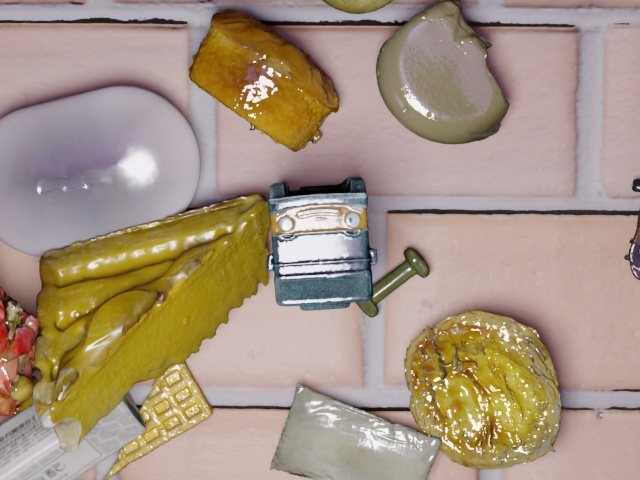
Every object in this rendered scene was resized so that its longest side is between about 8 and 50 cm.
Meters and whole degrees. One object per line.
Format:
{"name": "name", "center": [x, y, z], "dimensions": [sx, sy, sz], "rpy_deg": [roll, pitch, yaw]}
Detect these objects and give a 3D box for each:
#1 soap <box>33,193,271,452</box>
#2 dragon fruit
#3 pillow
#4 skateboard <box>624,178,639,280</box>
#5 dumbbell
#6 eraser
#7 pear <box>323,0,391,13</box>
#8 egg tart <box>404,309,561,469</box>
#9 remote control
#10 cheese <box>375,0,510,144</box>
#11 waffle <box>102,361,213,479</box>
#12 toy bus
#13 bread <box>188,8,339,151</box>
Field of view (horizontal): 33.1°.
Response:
{"name": "soap", "center": [-0.202, 0.108, 1.444], "dimensions": [0.339, 0.304, 0.169], "rpy_deg": [-16, 135, 1]}
{"name": "dragon fruit", "center": [-0.514, 0.170, 1.463], "dimensions": [0.291, 0.250, 0.269], "rpy_deg": [2, 90, 15]}
{"name": "pillow", "center": [0.049, 0.312, 1.570], "dimensions": [0.230, 0.050, 0.148], "rpy_deg": [20, 104, 1]}
{"name": "skateboard", "center": [0.484, -0.014, 1.553], "dimensions": [0.067, 0.080, 0.151], "rpy_deg": [7, 94, -6]}
{"name": "dumbbell", "center": [0.103, 0.062, 1.572], "dimensions": [0.118, 0.046, 0.052], "rpy_deg": [-38, 97, 1]}
{"name": "eraser", "center": [-0.443, 0.331, 1.524], "dimensions": [0.404, 0.098, 0.096], "rpy_deg": [-34, 136, -4]}
{"name": "pear", "center": [0.052, -0.404, 1.512], "dimensions": [0.167, 0.136, 0.167], "rpy_deg": [-2, 84, 16]}
{"name": "egg tart", "center": [0.240, 0.210, 1.552], "dimensions": [0.252, 0.098, 0.232], "rpy_deg": [46, 110, 2]}
{"name": "remote control", "center": [-0.336, -0.097, 1.538], "dimensions": [0.332, 0.103, 0.221], "rpy_deg": [-14, 99, 0]}
{"name": "cheese", "center": [0.179, -0.225, 1.542], "dimensions": [0.175, 0.091, 0.202], "rpy_deg": [-38, 93, 1]}
{"name": "waffle", "center": [-0.265, 0.254, 1.584], "dimensions": [0.191, 0.032, 0.125], "rpy_deg": [-29, 93, -1]}
{"name": "toy bus", "center": [0.000, 0.000, 1.457], "dimensions": [0.139, 0.275, 0.167], "rpy_deg": [-4, 93, 0]}
{"name": "bread", "center": [-0.086, -0.225, 1.525], "dimensions": [0.229, 0.139, 0.143], "rpy_deg": [34, 99, 0]}
